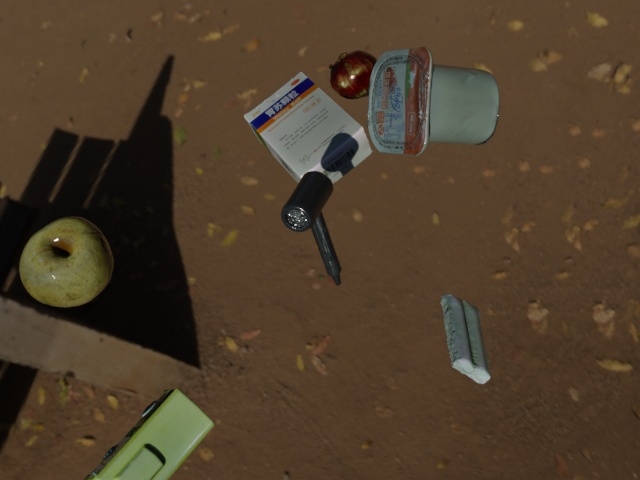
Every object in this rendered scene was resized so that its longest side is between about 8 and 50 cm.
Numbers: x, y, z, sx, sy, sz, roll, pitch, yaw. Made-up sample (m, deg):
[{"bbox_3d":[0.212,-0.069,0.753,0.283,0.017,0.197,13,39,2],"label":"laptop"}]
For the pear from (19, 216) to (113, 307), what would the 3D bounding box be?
[{"bbox_3d":[-0.463,0.042,1.422,0.167,0.137,0.167,-1,58,2],"label":"pear"}]

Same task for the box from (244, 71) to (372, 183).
[{"bbox_3d":[-0.034,-0.276,1.998,0.200,0.106,0.299,-39,54,-4],"label":"box"}]

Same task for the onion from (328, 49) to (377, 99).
[{"bbox_3d":[0.079,-0.370,1.712,0.118,0.119,0.117,-4,45,27],"label":"onion"}]

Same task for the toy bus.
[{"bbox_3d":[-0.237,0.294,1.073,0.175,0.088,0.101,-48,8,-28],"label":"toy bus"}]

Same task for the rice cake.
[{"bbox_3d":[0.298,0.197,1.601,0.040,0.085,0.226,-57,17,31],"label":"rice cake"}]

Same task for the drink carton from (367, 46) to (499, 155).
[{"bbox_3d":[0.209,-0.254,1.418,0.191,0.189,0.186,13,107,60],"label":"drink carton"}]

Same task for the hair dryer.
[{"bbox_3d":[0.000,0.000,1.561,0.070,0.255,0.128,-4,33,27],"label":"hair dryer"}]
